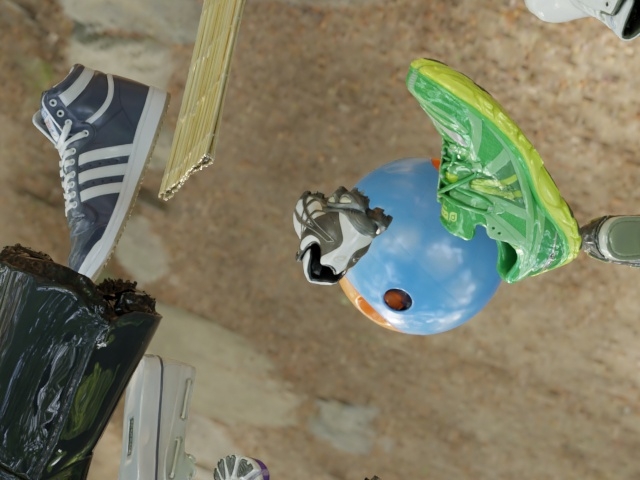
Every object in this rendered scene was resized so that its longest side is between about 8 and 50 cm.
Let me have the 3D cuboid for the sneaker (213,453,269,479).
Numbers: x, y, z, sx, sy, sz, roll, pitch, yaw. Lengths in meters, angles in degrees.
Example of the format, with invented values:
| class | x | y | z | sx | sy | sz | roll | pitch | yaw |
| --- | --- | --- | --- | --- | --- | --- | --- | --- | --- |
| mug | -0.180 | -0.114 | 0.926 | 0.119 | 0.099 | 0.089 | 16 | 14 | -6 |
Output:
| class | x | y | z | sx | sy | sz | roll | pitch | yaw |
| --- | --- | --- | --- | --- | --- | --- | --- | --- | --- |
| sneaker | -0.083 | 0.283 | 1.727 | 0.071 | 0.068 | 0.170 | -14 | 158 | -22 |

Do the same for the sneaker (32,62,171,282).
| class | x | y | z | sx | sy | sz | roll | pitch | yaw |
| --- | --- | --- | --- | --- | --- | --- | --- | --- | --- |
| sneaker | -0.299 | -0.086 | 1.876 | 0.153 | 0.282 | 0.099 | 23 | 158 | -14 |

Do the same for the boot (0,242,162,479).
| class | x | y | z | sx | sy | sz | roll | pitch | yaw |
| --- | --- | --- | --- | --- | --- | --- | --- | --- | --- |
| boot | -0.227 | 0.099 | 0.946 | 0.246 | 0.207 | 0.094 | 15 | -174 | -42 |

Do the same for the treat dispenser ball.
| class | x | y | z | sx | sy | sz | roll | pitch | yaw |
| --- | --- | --- | --- | --- | --- | --- | --- | --- | --- |
| treat dispenser ball | 0.161 | 0.008 | 2.461 | 0.288 | 0.288 | 0.288 | 17 | 149 | 10 |

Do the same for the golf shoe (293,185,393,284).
| class | x | y | z | sx | sy | sz | roll | pitch | yaw |
| --- | --- | --- | --- | --- | --- | --- | --- | --- | --- |
| golf shoe | 0.000 | 0.000 | 1.574 | 0.077 | 0.094 | 0.198 | 35 | 167 | -9 |

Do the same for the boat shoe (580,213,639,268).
| class | x | y | z | sx | sy | sz | roll | pitch | yaw |
| --- | --- | --- | --- | --- | --- | --- | --- | --- | --- |
| boat shoe | 0.453 | -0.001 | 2.094 | 0.227 | 0.081 | 0.068 | 7 | 178 | -34 |

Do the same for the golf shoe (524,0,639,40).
| class | x | y | z | sx | sy | sz | roll | pitch | yaw |
| --- | --- | --- | --- | --- | --- | --- | --- | --- | --- |
| golf shoe | 0.198 | -0.174 | 1.050 | 0.069 | 0.086 | 0.176 | 22 | 158 | -25 |

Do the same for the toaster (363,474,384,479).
| class | x | y | z | sx | sy | sz | roll | pitch | yaw |
| --- | --- | --- | --- | --- | --- | --- | --- | --- | --- |
| toaster | 0.044 | 0.356 | 1.586 | 0.110 | 0.186 | 0.168 | 34 | -175 | 2 |

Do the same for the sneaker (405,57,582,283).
| class | x | y | z | sx | sy | sz | roll | pitch | yaw |
| --- | --- | --- | --- | --- | --- | --- | --- | --- | --- |
| sneaker | 0.171 | -0.065 | 1.612 | 0.295 | 0.123 | 0.109 | 53 | -178 | -26 |

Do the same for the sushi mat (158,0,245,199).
| class | x | y | z | sx | sy | sz | roll | pitch | yaw |
| --- | --- | --- | --- | --- | --- | --- | --- | --- | --- |
| sushi mat | -0.112 | -0.205 | 1.612 | 0.019 | 0.317 | 0.151 | 18 | 160 | -21 |

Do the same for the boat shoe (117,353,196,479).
| class | x | y | z | sx | sy | sz | roll | pitch | yaw |
| --- | --- | --- | --- | --- | --- | --- | --- | --- | --- |
| boat shoe | -0.196 | 0.275 | 1.864 | 0.088 | 0.268 | 0.096 | 10 | 158 | -23 |
